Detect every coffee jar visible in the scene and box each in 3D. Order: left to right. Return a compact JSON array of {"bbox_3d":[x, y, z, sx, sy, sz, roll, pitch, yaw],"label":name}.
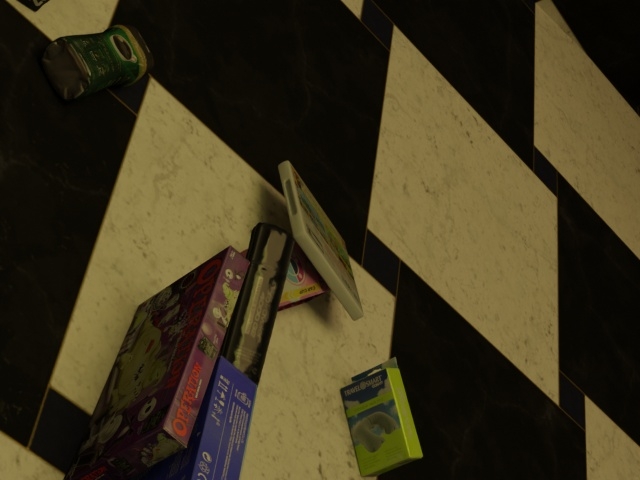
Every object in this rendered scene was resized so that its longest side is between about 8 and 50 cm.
[{"bbox_3d":[-0.341,-0.279,2.073,0.096,0.079,0.184,60,33,1],"label":"coffee jar"}]

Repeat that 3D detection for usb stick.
[{"bbox_3d":[-0.101,0.102,2.088,0.077,0.045,0.278,26,64,-26],"label":"usb stick"}]

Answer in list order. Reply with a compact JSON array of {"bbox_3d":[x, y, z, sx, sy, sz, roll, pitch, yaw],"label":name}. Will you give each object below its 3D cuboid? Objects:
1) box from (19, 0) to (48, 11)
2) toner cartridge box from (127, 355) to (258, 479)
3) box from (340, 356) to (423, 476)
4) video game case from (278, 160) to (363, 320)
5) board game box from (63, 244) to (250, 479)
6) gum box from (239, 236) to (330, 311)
[{"bbox_3d":[-0.371,-0.546,2.064,0.079,0.257,0.322,33,43,-38],"label":"box"},{"bbox_3d":[-0.178,0.308,1.715,0.075,0.165,0.348,41,24,-17],"label":"toner cartridge box"},{"bbox_3d":[0.099,0.296,2.243,0.042,0.109,0.178,11,58,-49],"label":"box"},{"bbox_3d":[0.000,0.000,2.306,0.227,0.026,0.206,54,14,-38],"label":"video game case"},{"bbox_3d":[-0.215,0.173,1.797,0.056,0.208,0.347,46,35,-24],"label":"board game box"},{"bbox_3d":[-0.073,0.060,2.216,0.188,0.062,0.107,-15,78,-57],"label":"gum box"}]
